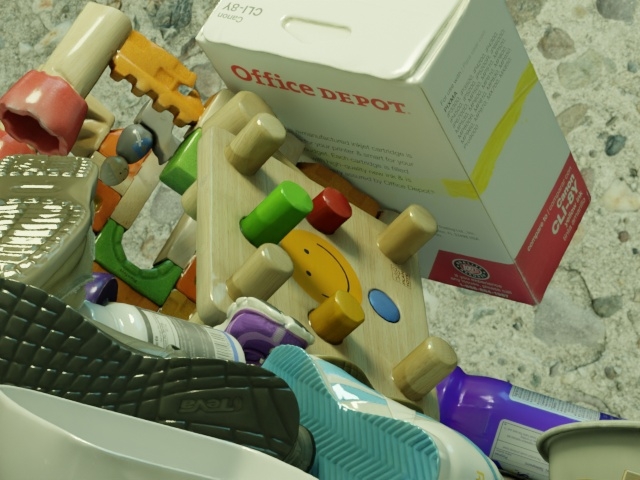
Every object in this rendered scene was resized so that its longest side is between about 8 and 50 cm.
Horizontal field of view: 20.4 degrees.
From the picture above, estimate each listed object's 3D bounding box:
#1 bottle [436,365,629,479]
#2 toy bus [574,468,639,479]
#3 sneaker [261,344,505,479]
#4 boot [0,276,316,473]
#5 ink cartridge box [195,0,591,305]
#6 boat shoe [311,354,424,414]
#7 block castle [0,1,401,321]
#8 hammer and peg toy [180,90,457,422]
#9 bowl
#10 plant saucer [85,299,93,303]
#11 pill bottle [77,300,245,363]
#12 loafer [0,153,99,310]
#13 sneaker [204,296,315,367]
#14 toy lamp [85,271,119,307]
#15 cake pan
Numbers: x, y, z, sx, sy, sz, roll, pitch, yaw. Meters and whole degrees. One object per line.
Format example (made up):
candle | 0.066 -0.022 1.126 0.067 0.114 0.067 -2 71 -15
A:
bottle | 0.195 0.195 1.856 0.282 0.092 0.118 17 -2 8
toy bus | 0.107 0.134 0.614 0.191 0.104 0.202 18 -2 -38
sneaker | 0.027 0.137 1.152 0.092 0.087 0.228 27 1 -37
boot | -0.124 0.098 1.056 0.246 0.083 0.161 17 -13 4
ink cartridge box | 0.087 -0.124 1.858 0.279 0.160 0.385 15 -27 35
boat shoe | 0.008 0.139 1.432 0.073 0.080 0.223 10 -10 31
block castle | -0.157 -0.017 1.893 0.453 0.213 0.303 35 -22 -13
hammer and peg toy | 0.000 0.000 1.643 0.266 0.127 0.361 30 33 -25
bowl | -0.069 0.108 0.743 0.142 0.053 0.142 18 -1 -26
plant saucer | -0.253 0.059 1.551 0.317 0.044 0.317 24 -1 1
pill bottle | -0.127 0.088 1.273 0.137 0.078 0.078 19 -2 -41
loafer | -0.194 0.015 1.181 0.101 0.092 0.268 1 18 5
sneaker | -0.065 0.099 1.408 0.068 0.071 0.170 34 -34 -16
toy lamp | -0.151 0.094 1.769 0.274 0.080 0.080 19 -1 9
cake pan | 0.303 0.202 1.339 0.293 0.054 0.293 12 -17 4
